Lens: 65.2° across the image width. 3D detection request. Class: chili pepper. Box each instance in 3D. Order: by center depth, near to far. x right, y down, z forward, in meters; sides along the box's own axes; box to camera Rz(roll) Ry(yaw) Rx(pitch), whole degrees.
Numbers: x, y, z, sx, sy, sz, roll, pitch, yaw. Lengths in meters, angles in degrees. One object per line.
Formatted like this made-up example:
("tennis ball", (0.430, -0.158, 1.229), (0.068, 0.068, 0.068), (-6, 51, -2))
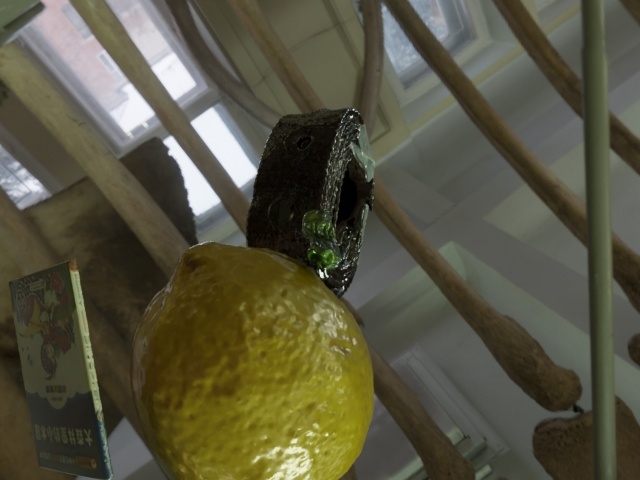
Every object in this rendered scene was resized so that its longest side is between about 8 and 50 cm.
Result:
("chili pepper", (0.000, 0.002, 0.434), (0.030, 0.034, 0.091), (-8, -153, -1))

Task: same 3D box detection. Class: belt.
("belt", (0.003, -0.055, 0.742), (0.164, 0.184, 0.288), (3, -104, 26))

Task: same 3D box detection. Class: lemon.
("lemon", (-0.056, 0.122, 0.437), (0.204, 0.260, 0.204), (-18, -161, 7))

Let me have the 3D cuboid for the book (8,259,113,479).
("book", (-0.413, 0.203, 0.783), (0.229, 0.322, 0.018), (-14, 175, 38))
